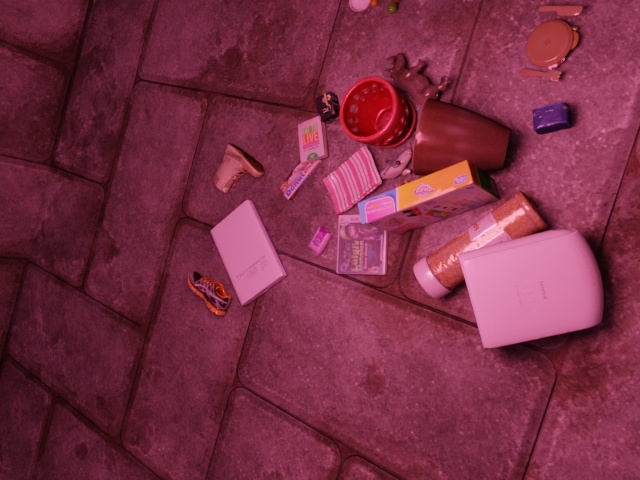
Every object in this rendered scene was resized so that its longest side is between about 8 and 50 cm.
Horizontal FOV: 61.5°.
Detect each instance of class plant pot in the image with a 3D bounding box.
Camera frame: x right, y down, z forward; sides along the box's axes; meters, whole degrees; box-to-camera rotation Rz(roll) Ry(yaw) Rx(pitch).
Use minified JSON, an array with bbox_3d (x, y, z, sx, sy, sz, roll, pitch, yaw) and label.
[{"bbox_3d":[0.178,-0.372,1.615,0.191,0.174,0.191,-4,83,32],"label":"plant pot"},{"bbox_3d":[0.390,-0.264,1.465,0.231,0.215,0.215,13,92,20],"label":"plant pot"}]

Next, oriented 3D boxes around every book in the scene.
[{"bbox_3d":[-0.027,-0.336,1.814,0.096,0.035,0.144,-14,71,27],"label":"book"}]

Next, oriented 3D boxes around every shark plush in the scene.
[{"bbox_3d":[0.220,-0.222,1.663,0.161,0.073,0.067,-37,45,47],"label":"shark plush"}]

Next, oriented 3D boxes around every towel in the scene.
[{"bbox_3d":[0.099,-0.190,1.711,0.197,0.029,0.144,-37,62,34],"label":"towel"}]

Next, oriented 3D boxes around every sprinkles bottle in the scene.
[{"bbox_3d":[0.423,0.018,1.447,0.355,0.121,0.121,-39,66,23],"label":"sprinkles bottle"}]

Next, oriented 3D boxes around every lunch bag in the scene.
[{"bbox_3d":[0.604,-0.322,1.397,0.098,0.067,0.065,-9,80,31],"label":"lunch bag"}]

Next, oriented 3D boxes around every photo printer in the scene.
[{"bbox_3d":[0.522,0.116,1.324,0.308,0.107,0.256,-15,94,13],"label":"photo printer"}]

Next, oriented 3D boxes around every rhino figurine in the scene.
[{"bbox_3d":[0.279,-0.492,1.624,0.243,0.073,0.106,46,106,29],"label":"rhino figurine"}]

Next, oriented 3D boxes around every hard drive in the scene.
[{"bbox_3d":[-0.263,0.043,1.935,0.210,0.040,0.318,-37,67,24],"label":"hard drive"}]

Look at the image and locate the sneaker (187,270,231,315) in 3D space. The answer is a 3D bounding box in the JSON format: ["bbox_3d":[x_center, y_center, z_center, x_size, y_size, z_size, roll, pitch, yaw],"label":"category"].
[{"bbox_3d":[-0.407,0.180,1.995,0.215,0.084,0.083,42,105,19],"label":"sneaker"}]

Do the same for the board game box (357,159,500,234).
[{"bbox_3d":[0.297,-0.106,1.470,0.317,0.242,0.064,-20,73,29],"label":"board game box"}]

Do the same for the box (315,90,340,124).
[{"bbox_3d":[0.028,-0.442,1.793,0.062,0.052,0.083,-20,76,29],"label":"box"}]

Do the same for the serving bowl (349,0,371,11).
[{"bbox_3d":[0.137,-0.791,1.773,0.083,0.027,0.083,-4,82,33],"label":"serving bowl"}]

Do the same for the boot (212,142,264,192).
[{"bbox_3d":[-0.306,-0.241,1.974,0.213,0.077,0.165,41,106,35],"label":"boot"}]

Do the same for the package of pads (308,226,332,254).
[{"bbox_3d":[0.000,0.000,1.775,0.050,0.032,0.083,37,105,27],"label":"package of pads"}]

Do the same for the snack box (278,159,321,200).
[{"bbox_3d":[-0.071,-0.225,1.850,0.178,0.022,0.064,-51,61,18],"label":"snack box"}]

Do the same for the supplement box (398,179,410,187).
[{"bbox_3d":[0.250,-0.134,1.615,0.083,0.055,0.043,-46,62,20],"label":"supplement box"}]

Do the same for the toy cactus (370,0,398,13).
[{"bbox_3d":[0.229,-0.828,1.685,0.181,0.112,0.218,-17,67,21],"label":"toy cactus"}]

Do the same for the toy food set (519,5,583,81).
[{"bbox_3d":[0.616,-0.523,1.435,0.132,0.039,0.192,24,103,40],"label":"toy food set"}]

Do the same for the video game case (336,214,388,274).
[{"bbox_3d":[0.131,0.012,1.695,0.173,0.022,0.190,-1,85,33],"label":"video game case"}]
